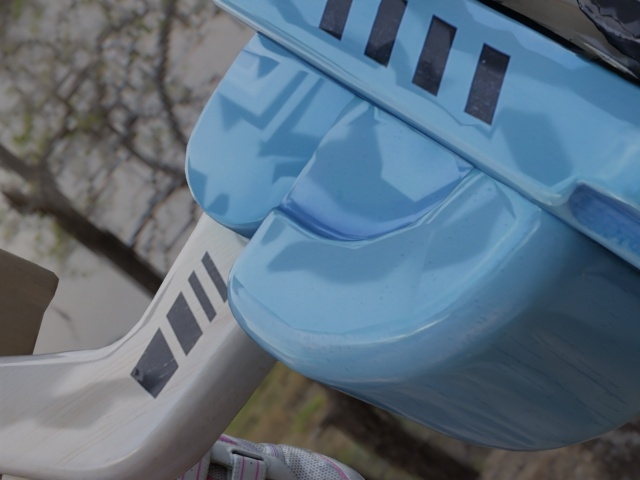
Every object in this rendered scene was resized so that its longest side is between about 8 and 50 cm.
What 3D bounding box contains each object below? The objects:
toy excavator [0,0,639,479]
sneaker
[{"bbox_3d":[0.000,0.000,0.696,0.433,0.222,0.445,35,93,40],"label":"toy excavator"},{"bbox_3d":[-0.088,0.180,1.091,0.111,0.252,0.103,72,-158,-72],"label":"sneaker"}]
